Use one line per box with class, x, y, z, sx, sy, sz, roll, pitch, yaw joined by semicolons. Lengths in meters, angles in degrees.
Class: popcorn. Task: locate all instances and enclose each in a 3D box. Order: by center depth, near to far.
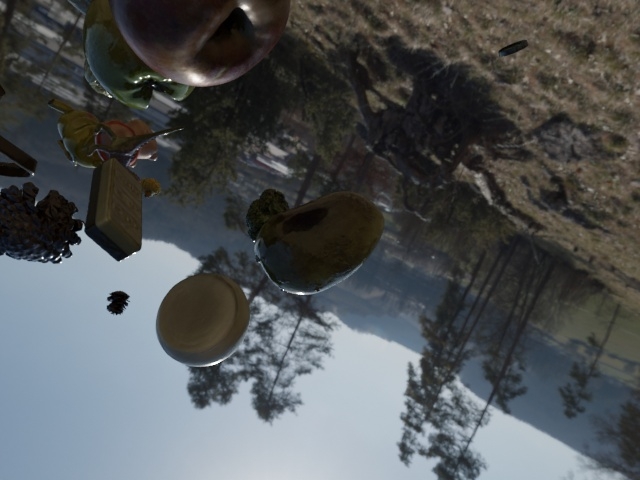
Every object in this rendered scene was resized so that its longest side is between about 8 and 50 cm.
popcorn;-0.678;-0.200;1.849;0.084;0.084;0.084;25;176;2

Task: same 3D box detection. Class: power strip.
power strip;-0.440;-0.077;1.013;0.105;0.070;0.257;58;-176;-43

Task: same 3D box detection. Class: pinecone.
pinecone;-0.933;-0.055;1.538;0.298;0.242;0.296;-19;161;21
pinecone;-0.673;0.208;1.564;0.077;0.083;0.077;-2;169;0

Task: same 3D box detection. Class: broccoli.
broccoli;-0.127;-0.045;1.207;0.137;0.162;0.146;3;141;45

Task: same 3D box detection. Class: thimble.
thimble;-0.613;-0.661;1.262;0.102;0.115;0.090;-20;140;26

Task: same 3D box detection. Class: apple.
apple;-0.222;-0.469;0.880;0.277;0.348;0.348;51;-177;15
apple;-0.431;-0.471;1.162;0.292;0.291;0.254;33;-146;-63

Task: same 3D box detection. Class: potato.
potato;0.000;0.000;1.068;0.210;0.307;0.173;60;177;38

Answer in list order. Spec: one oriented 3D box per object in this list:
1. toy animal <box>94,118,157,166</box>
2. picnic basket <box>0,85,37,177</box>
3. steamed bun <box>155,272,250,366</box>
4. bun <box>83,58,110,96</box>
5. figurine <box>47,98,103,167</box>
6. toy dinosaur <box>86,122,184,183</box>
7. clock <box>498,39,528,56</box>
toy animal;-0.642;-0.316;1.534;0.171;0.171;0.197;24;-154;14
picnic basket;-0.704;-0.201;0.828;0.254;0.292;0.321;3;163;4
steamed bun;-0.281;0.200;1.162;0.231;0.232;0.145;23;160;23
bun;-0.682;-0.527;1.514;0.188;0.111;0.164;2;156;31
figurine;-0.907;-0.388;1.783;0.327;0.169;0.218;49;151;39
toy dinosaur;-0.539;-0.262;1.329;0.199;0.251;0.072;26;-175;-32
clock;0.563;-0.562;1.372;0.085;0.085;0.017;18;138;62
